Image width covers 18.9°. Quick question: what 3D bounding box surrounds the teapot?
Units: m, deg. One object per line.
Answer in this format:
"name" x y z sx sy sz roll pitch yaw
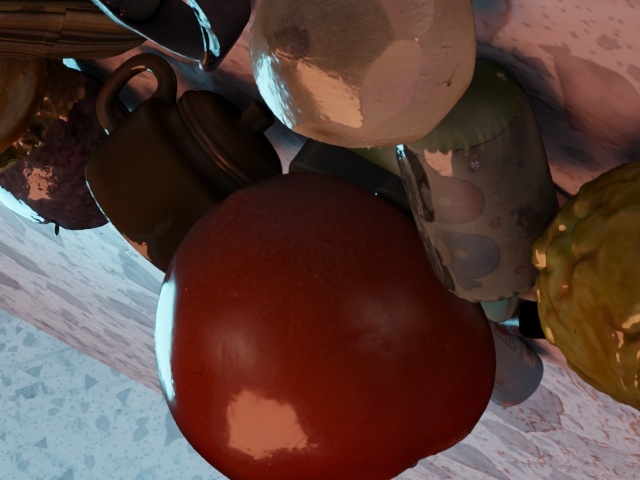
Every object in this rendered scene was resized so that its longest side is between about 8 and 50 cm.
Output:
"teapot" -0.125 -0.083 1.953 0.267 0.175 0.185 52 -167 16

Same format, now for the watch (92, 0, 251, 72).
"watch" -0.147 -0.233 1.690 0.193 0.068 0.206 17 157 47

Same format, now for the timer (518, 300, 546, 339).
"timer" 0.271 0.073 1.730 0.144 0.055 0.187 8 169 -12

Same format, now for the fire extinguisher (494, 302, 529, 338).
"fire extinguisher" 0.218 0.083 2.007 0.056 0.039 0.132 48 161 -19

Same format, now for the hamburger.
"hamburger" -0.388 -0.180 2.026 0.286 0.243 0.146 -5 170 -11

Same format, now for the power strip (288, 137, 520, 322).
"power strip" 0.089 -0.022 1.892 0.265 0.059 0.193 31 165 8

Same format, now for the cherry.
"cherry" -0.291 -0.105 2.185 0.195 0.195 0.195 30 165 9

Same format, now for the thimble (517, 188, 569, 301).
"thimble" 0.168 -0.008 1.713 0.115 0.090 0.102 27 164 23

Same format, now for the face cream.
"face cream" 0.151 0.093 2.101 0.229 0.075 0.075 43 162 -32

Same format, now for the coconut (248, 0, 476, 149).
"coconut" 0.027 -0.149 1.392 0.161 0.161 0.162 23 -165 33

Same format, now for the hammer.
"hammer" 0.060 -0.090 1.622 0.335 0.119 0.206 33 150 43

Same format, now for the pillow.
"pillow" -0.265 -0.207 1.879 0.208 0.052 0.212 -2 178 -19

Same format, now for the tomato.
"tomato" -0.005 0.085 1.779 0.321 0.321 0.321 30 165 9

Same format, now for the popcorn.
"popcorn" 0.273 0.038 1.484 0.221 0.184 0.204 28 134 27
